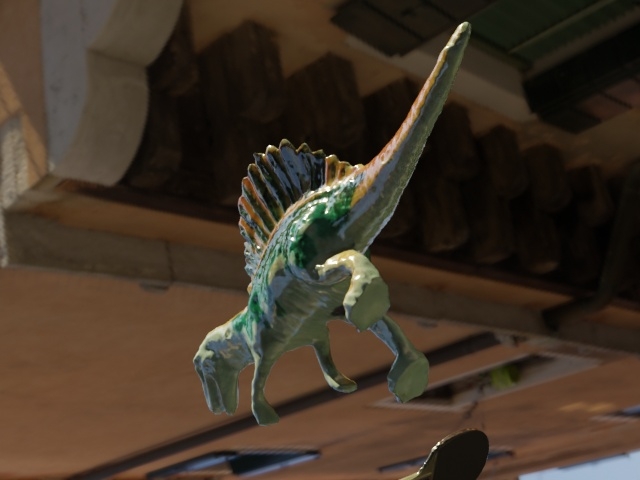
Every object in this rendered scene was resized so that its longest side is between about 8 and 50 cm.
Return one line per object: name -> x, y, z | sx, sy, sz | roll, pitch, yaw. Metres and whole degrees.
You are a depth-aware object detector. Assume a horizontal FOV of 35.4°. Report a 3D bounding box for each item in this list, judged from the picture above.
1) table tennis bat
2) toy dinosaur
table tennis bat -> 0.073, 0.142, 0.615 | 0.083, 0.007, 0.050 | -13, -59, -34
toy dinosaur -> -0.003, 0.000, 0.381 | 0.044, 0.106, 0.187 | -11, -61, -36
